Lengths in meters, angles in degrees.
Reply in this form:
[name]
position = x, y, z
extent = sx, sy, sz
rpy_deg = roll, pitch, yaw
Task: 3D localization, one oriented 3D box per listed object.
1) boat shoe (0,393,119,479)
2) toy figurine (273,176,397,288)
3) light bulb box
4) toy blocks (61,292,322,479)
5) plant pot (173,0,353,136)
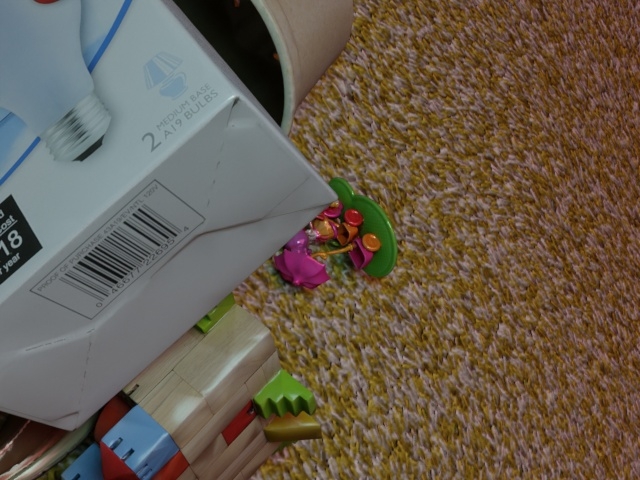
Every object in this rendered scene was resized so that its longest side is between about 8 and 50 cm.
[boat shoe]
position = -0.297, 0.163, 1.053
extent = 0.120, 0.122, 0.324
rpy_deg = 50, 43, -8
[toy figurine]
position = 0.000, 0.000, 1.350
extent = 0.159, 0.130, 0.173
rpy_deg = -21, 68, -31
[light bulb box]
position = -0.247, -0.080, 0.889
extent = 0.361, 0.358, 0.225
rpy_deg = 50, 3, 31
[toy blocks]
position = -0.160, 0.225, 1.028
extent = 0.190, 0.381, 0.261
rpy_deg = 36, 68, 23
[plant pot]
position = -0.113, -0.276, 1.223
extent = 0.334, 0.333, 0.305
rpy_deg = 56, 40, -11
